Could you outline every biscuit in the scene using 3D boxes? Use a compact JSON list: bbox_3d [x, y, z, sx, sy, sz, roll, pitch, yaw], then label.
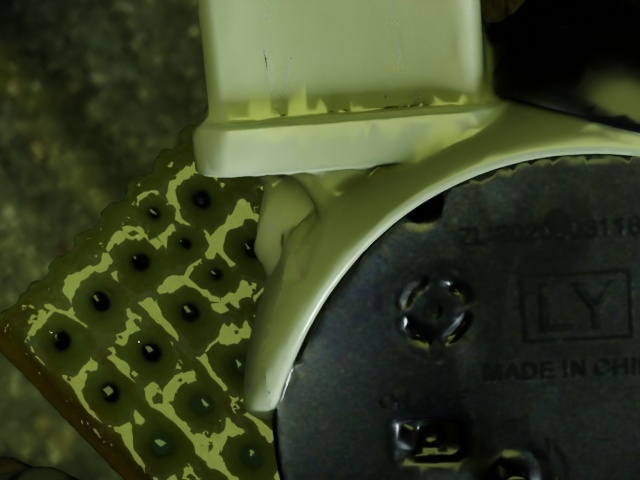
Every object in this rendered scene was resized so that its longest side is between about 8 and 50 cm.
[{"bbox_3d":[0.000,0.000,0.634,0.231,0.016,0.139,-44,81,-5],"label":"biscuit"}]

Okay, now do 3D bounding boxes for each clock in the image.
[{"bbox_3d":[0.161,-0.007,0.454,0.379,0.120,0.276,-7,104,4],"label":"clock"}]

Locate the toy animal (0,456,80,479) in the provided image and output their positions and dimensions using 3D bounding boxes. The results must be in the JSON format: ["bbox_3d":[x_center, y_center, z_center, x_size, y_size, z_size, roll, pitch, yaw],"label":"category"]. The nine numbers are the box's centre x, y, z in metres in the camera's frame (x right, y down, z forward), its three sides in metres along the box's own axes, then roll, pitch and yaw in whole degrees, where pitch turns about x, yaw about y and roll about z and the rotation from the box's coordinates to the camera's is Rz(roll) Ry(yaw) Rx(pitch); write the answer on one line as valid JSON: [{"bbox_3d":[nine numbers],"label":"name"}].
[{"bbox_3d":[-0.075,0.176,0.550,0.255,0.170,0.090,40,127,4],"label":"toy animal"}]

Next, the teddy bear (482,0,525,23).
[{"bbox_3d":[0.095,-0.062,0.572,0.129,0.182,0.251,-32,83,-41],"label":"teddy bear"}]
